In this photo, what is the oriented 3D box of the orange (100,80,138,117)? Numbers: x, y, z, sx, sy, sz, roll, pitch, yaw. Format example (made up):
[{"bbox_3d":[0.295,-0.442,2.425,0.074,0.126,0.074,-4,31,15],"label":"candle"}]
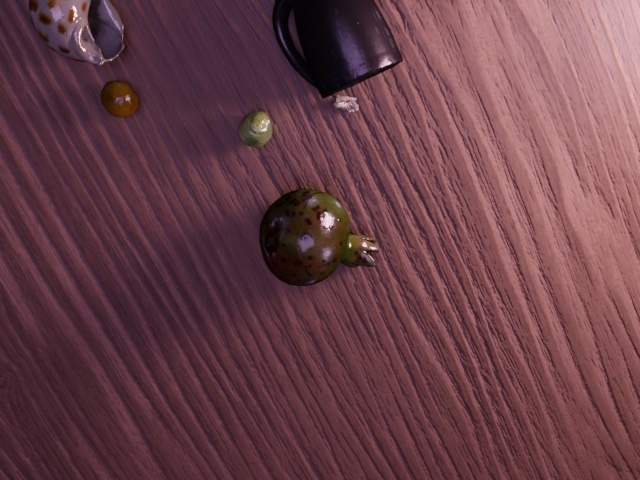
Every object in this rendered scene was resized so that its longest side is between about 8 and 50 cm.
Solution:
[{"bbox_3d":[-0.492,-0.347,1.735,0.085,0.085,0.095,-36,82,9],"label":"orange"}]

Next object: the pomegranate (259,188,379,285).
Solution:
[{"bbox_3d":[0.001,-0.015,1.771,0.306,0.242,0.242,-10,106,-19],"label":"pomegranate"}]

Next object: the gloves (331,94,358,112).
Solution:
[{"bbox_3d":[0.059,-0.343,1.762,0.081,0.037,0.044,26,130,-18],"label":"gloves"}]

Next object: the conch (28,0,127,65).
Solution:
[{"bbox_3d":[-0.584,-0.527,1.651,0.149,0.183,0.275,-11,101,35],"label":"conch"}]

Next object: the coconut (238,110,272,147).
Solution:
[{"bbox_3d":[-0.160,-0.274,1.759,0.088,0.096,0.087,4,77,-17],"label":"coconut"}]

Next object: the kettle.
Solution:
[{"bbox_3d":[0.015,-0.490,1.654,0.268,0.207,0.290,-20,100,34],"label":"kettle"}]
